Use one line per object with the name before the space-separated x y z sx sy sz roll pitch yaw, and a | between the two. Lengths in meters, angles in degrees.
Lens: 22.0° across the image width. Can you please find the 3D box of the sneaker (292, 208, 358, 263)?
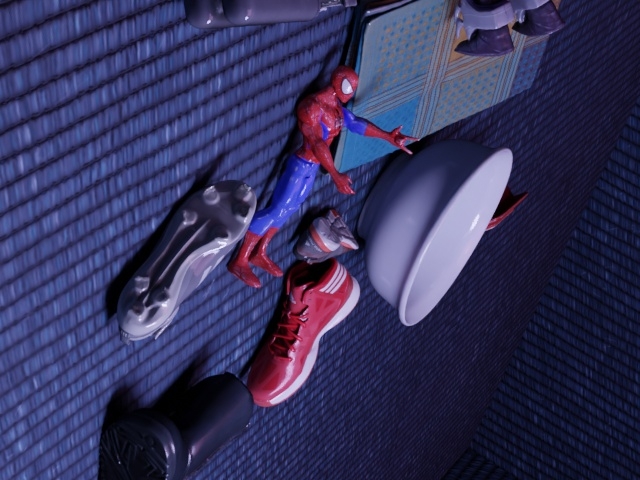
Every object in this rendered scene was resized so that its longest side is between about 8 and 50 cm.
sneaker | 0.000 0.000 2.167 0.065 0.061 0.158 -35 169 15

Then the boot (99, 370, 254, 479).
boot | -0.163 0.220 1.952 0.207 0.094 0.246 -44 166 -34

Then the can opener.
can opener | -0.041 -0.251 1.549 0.283 0.076 0.095 -21 107 -66

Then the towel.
towel | 0.159 -0.235 2.028 0.370 0.040 0.271 -26 148 -34

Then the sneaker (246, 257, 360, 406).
sneaker | -0.044 0.109 2.206 0.221 0.087 0.128 -57 149 -14

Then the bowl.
bowl | 0.146 -0.036 2.374 0.298 0.134 0.298 -52 163 -23

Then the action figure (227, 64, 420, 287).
action figure | 0.007 -0.062 1.902 0.091 0.139 0.280 -30 145 -63

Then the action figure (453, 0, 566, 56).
action figure | 0.182 -0.352 1.847 0.185 0.099 0.285 -28 118 -24

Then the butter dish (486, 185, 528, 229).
butter dish | 0.225 -0.072 2.609 0.159 0.118 0.160 -21 -172 30

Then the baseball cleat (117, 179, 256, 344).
baseball cleat | -0.147 0.022 1.722 0.206 0.072 0.109 -47 175 -24
